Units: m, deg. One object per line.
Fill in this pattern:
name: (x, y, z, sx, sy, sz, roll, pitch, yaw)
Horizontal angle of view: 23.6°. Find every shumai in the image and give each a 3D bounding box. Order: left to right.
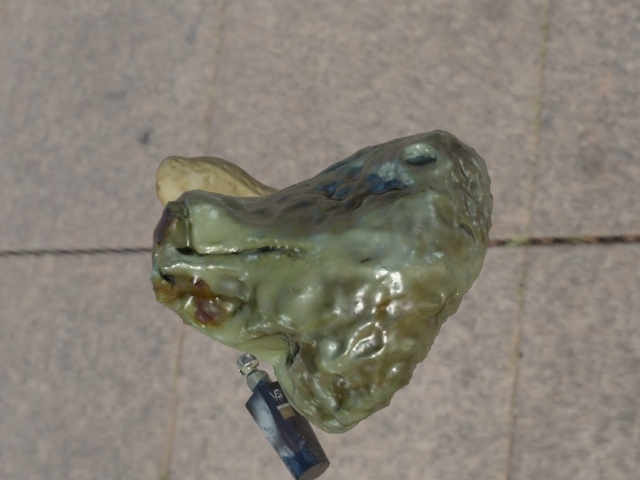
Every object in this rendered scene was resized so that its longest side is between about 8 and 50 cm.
shumai: (0.000, 0.000, 1.194, 0.260, 0.222, 0.225, -50, 14, 8)

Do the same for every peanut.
peanut: (-0.132, -0.045, 2.293, 0.111, 0.275, 0.125, -12, 57, 57)

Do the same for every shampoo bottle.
shampoo bottle: (-0.061, 0.251, 2.198, 0.207, 0.057, 0.063, 58, 135, 25)
